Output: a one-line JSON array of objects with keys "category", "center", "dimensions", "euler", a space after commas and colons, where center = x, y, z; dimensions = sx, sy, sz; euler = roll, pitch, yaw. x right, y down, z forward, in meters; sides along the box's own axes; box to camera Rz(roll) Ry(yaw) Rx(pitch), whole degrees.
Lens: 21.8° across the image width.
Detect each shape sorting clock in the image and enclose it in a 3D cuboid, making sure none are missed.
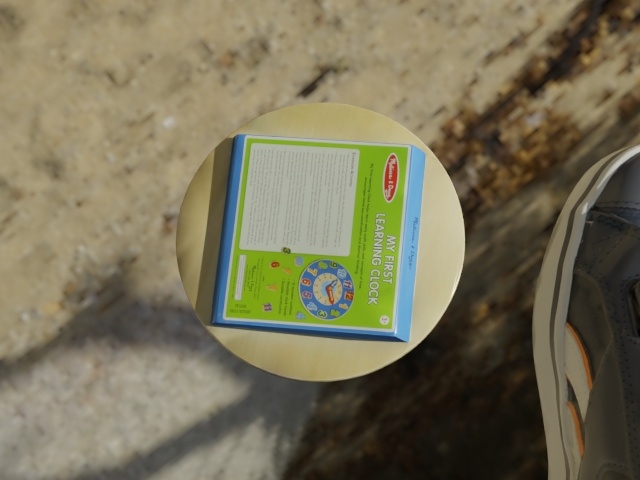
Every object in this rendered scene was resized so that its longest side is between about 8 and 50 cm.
[{"category": "shape sorting clock", "center": [0.000, 0.000, 1.183], "dimensions": [0.206, 0.206, 0.040], "euler": [-38, 162, -6]}]

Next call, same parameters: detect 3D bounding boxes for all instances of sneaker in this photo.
[{"category": "sneaker", "center": [0.165, 0.096, 0.722], "dimensions": [0.127, 0.126, 0.321], "euler": [-27, -131, 57]}]
